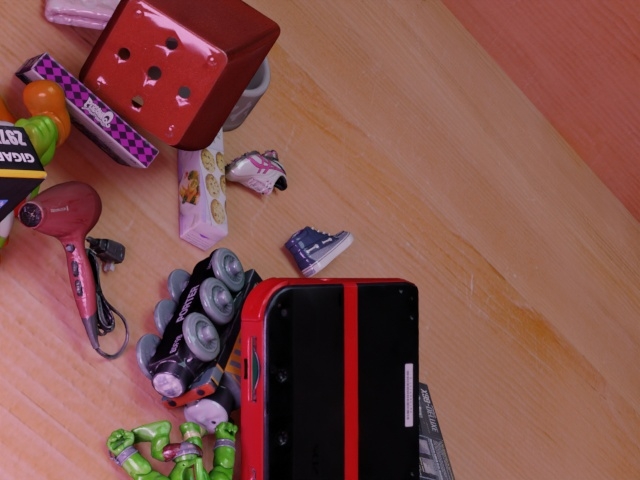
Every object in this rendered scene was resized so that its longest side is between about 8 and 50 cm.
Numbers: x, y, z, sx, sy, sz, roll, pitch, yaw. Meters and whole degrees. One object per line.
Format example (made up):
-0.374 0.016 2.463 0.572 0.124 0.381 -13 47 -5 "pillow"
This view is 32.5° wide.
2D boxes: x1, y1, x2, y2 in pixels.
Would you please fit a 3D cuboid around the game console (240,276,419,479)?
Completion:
0.024 0.252 1.742 0.341 0.060 0.387 2 88 -40 "game console"

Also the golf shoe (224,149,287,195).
-0.122 -0.131 2.164 0.186 0.067 0.086 -13 72 -59 "golf shoe"

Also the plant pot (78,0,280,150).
-0.253 -0.302 1.840 0.267 0.267 0.236 32 17 -7 "plant pot"

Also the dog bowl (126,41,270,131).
-0.243 -0.393 2.231 0.348 0.102 0.349 37 33 -30 "dog bowl"

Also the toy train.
-0.167 0.153 1.741 0.190 0.142 0.334 53 28 -23 "toy train"

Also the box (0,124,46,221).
-0.503 -0.016 1.226 0.257 0.322 0.079 -5 62 -58 "box"

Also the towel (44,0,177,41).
-0.347 -0.502 2.094 0.316 0.053 0.332 7 43 -10 "towel"

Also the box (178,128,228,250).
-0.219 -0.127 2.022 0.067 0.063 0.324 32 36 -35 "box"

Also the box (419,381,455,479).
0.135 0.385 1.988 0.242 0.076 0.308 22 42 -44 "box"

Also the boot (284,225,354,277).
0.000 0.000 2.201 0.086 0.069 0.190 55 31 -4 "boot"

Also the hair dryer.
-0.340 0.018 1.582 0.293 0.080 0.224 56 16 -50 "hair dryer"

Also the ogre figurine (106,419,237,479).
-0.198 0.316 1.552 0.197 0.097 0.118 22 38 -47 "ogre figurine"

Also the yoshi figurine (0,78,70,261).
-0.480 -0.111 1.516 0.203 0.203 0.362 27 39 -14 "yoshi figurine"

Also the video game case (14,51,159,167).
-0.380 -0.207 1.769 0.232 0.042 0.210 42 -11 -20 "video game case"
